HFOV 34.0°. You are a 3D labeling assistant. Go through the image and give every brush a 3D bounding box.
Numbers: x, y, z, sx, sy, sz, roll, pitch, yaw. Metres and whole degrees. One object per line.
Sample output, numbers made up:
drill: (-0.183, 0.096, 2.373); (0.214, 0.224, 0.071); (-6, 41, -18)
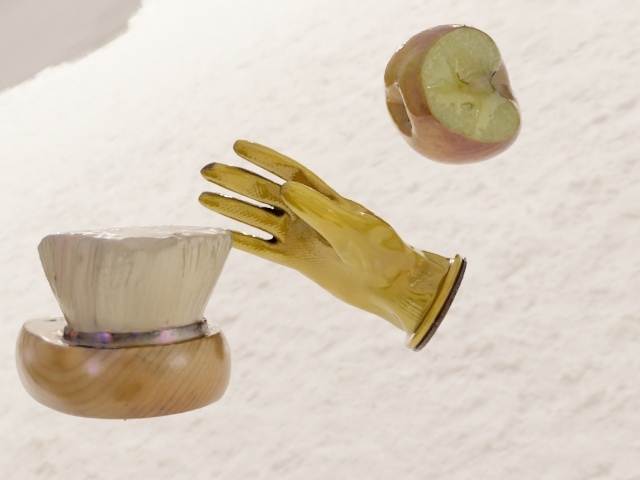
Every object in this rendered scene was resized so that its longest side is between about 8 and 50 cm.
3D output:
brush: (-0.207, 0.070, 1.003); (0.267, 0.166, 0.174); (-1, 5, 38)

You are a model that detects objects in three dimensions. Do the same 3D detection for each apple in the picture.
apple: (0.181, -0.197, 1.430); (0.173, 0.195, 0.160); (-19, 1, -10)

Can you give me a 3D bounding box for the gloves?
gloves: (-0.001, 0.001, 1.121); (0.133, 0.294, 0.116); (-61, 2, 24)
